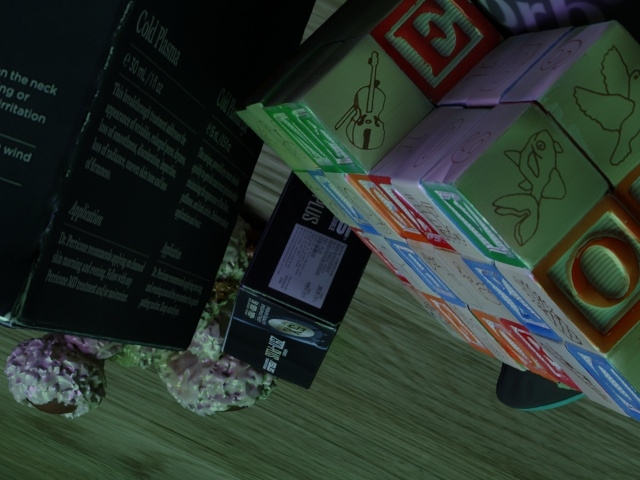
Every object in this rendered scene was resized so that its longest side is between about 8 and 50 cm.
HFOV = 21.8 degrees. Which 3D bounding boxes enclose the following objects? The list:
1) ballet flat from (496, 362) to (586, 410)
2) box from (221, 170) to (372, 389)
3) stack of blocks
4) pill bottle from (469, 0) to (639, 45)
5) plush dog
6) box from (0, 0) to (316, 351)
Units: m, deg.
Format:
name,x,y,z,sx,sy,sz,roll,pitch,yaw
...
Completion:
name,x,y,z,sx,sy,sz,roll,pitch,yaw
ballet flat,0.228,0.062,1.293,0.280,0.095,0.096,-20,123,44
box,0.000,0.000,1.243,0.078,0.180,0.147,23,156,1
stack of blocks,0.072,-0.028,0.729,0.171,0.087,0.297,46,174,-11
pill bottle,0.127,-0.188,0.703,0.210,0.210,0.363,6,150,35
plush dog,-0.144,0.035,1.506,0.262,0.210,0.225,4,151,-29
box,-0.124,-0.123,0.824,0.179,0.312,0.343,21,177,9
